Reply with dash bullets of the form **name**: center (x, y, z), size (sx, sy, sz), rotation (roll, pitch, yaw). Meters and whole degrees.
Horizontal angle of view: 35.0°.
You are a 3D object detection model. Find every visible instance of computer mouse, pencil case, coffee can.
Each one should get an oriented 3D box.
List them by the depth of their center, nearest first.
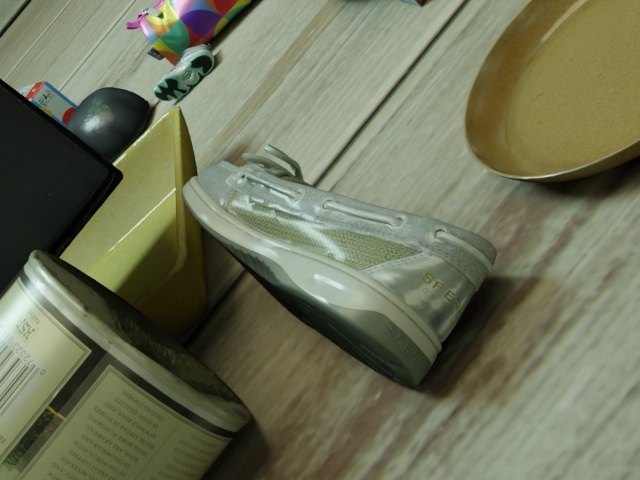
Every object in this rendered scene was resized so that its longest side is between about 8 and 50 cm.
- **coffee can**: center (-0.212, 0.175, 0.732), size (0.275, 0.201, 0.201), rotation (-51, 27, -3)
- **pencil case**: center (-0.151, -0.341, 1.390), size (0.236, 0.104, 0.104), rotation (-41, 29, 15)
- **computer mouse**: center (-0.343, -0.162, 1.481), size (0.272, 0.072, 0.188), rotation (-3, 51, 54)

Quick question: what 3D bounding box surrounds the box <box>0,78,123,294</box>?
- **box**: center (-0.352, 0.019, 0.895), size (0.343, 0.179, 0.312), rotation (-52, 8, -3)

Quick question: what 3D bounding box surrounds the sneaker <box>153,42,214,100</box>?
- **sneaker**: center (-0.183, -0.230, 1.372), size (0.098, 0.038, 0.069), rotation (-31, 30, 15)

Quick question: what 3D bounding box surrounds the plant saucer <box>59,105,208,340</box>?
- **plant saucer**: center (-0.227, 0.058, 1.030), size (0.333, 0.081, 0.333), rotation (-41, 29, 16)

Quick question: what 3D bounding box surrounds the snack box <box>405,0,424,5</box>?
- **snack box**: center (0.095, -0.362, 0.972), size (0.207, 0.174, 0.070), rotation (-49, 28, 1)

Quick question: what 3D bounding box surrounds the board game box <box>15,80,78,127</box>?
- **board game box**: center (-0.575, -0.121, 1.756), size (0.308, 0.086, 0.302), rotation (3, 58, 57)

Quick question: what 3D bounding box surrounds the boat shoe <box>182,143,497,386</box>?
- **boat shoe**: center (-0.001, -0.001, 0.742), size (0.103, 0.118, 0.320), rotation (-48, 31, -8)

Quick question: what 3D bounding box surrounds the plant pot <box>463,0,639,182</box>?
- **plant pot**: center (0.199, -0.127, 0.684), size (0.236, 0.032, 0.236), rotation (-35, 32, 26)
